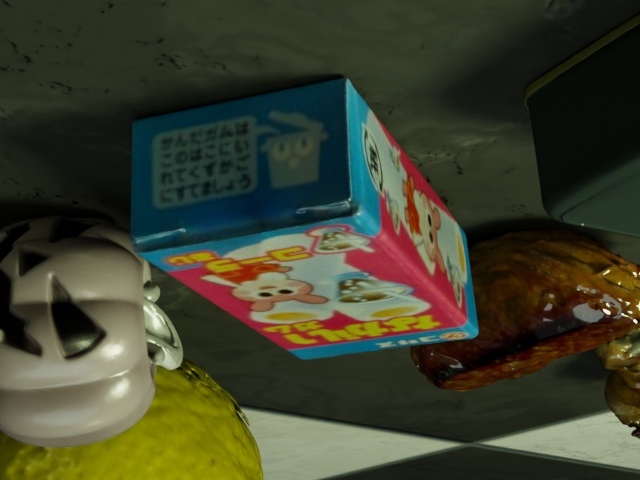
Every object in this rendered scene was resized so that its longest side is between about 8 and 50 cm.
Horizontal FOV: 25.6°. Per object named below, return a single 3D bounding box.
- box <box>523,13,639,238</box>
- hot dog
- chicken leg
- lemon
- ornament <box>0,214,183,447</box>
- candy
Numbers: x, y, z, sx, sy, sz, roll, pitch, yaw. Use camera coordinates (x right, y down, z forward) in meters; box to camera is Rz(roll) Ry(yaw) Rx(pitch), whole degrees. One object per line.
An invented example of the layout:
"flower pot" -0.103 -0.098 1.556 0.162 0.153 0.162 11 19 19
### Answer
"box" 0.231 -0.071 0.847 0.144 0.090 0.201 11 157 -30
"hot dog" 0.176 0.057 1.177 0.227 0.099 0.160 -19 154 37
"chicken leg" 0.337 0.137 1.461 0.107 0.087 0.251 -29 146 12
"lemon" -0.224 0.275 1.345 0.350 0.387 0.350 6 137 5
"ornament" -0.187 0.068 1.072 0.177 0.177 0.177 -2 160 -1
"candy" 0.000 -0.001 1.006 0.157 0.100 0.306 -10 158 18
